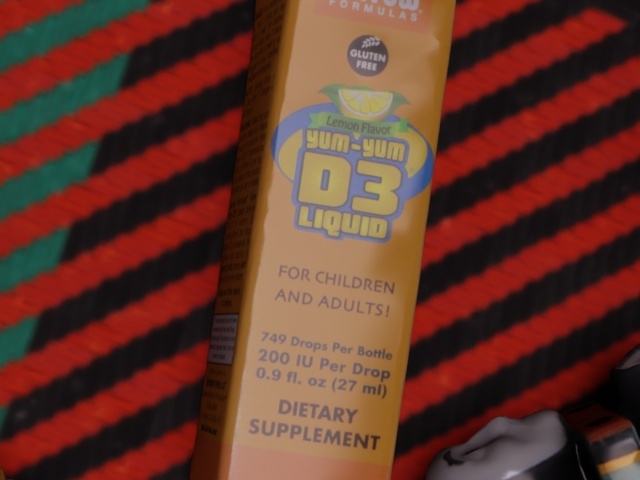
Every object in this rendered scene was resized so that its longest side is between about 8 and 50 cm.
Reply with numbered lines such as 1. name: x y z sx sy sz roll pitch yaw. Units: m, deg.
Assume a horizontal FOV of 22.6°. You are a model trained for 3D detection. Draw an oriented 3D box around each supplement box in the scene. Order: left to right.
1. supplement box: 0.000 0.000 0.696 0.078 0.080 0.233 8 84 -12

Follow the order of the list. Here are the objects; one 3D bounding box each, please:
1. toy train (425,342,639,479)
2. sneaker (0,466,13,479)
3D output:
1. toy train: 0.165 0.213 0.691 0.190 0.142 0.334 -21 91 -1
2. sneaker: -0.129 0.214 0.663 0.131 0.112 0.296 -35 97 13
